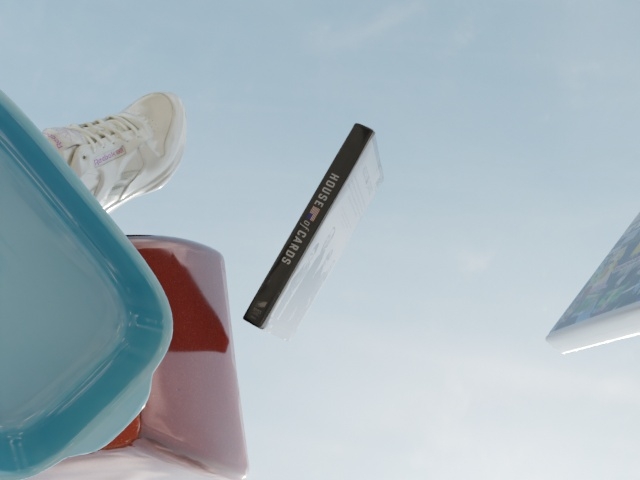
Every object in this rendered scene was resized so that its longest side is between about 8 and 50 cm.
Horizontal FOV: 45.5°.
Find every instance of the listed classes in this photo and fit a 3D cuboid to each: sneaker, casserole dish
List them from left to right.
[{"bbox_3d":[-0.145,0.015,0.324,0.114,0.037,0.188,-45,-62,-22],"label":"casserole dish"},{"bbox_3d":[-0.284,-0.106,0.992,0.114,0.152,0.305,26,-120,22],"label":"sneaker"}]

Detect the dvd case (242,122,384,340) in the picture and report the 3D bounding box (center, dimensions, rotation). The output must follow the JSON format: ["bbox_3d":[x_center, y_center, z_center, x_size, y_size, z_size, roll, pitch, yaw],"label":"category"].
[{"bbox_3d":[0.000,0.000,0.868,0.029,0.179,0.239,28,-97,12],"label":"dvd case"}]

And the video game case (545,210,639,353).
[{"bbox_3d":[0.245,-0.004,0.534,0.023,0.201,0.183,39,-100,7],"label":"video game case"}]

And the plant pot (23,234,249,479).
[{"bbox_3d":[-0.236,0.124,0.751,0.267,0.236,0.267,-10,-107,3],"label":"plant pot"}]
